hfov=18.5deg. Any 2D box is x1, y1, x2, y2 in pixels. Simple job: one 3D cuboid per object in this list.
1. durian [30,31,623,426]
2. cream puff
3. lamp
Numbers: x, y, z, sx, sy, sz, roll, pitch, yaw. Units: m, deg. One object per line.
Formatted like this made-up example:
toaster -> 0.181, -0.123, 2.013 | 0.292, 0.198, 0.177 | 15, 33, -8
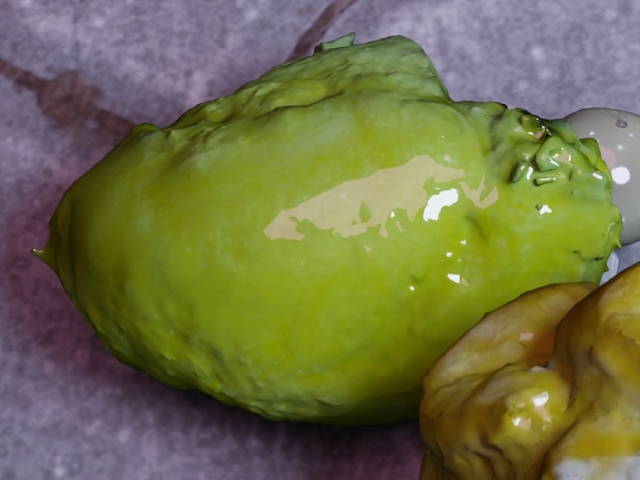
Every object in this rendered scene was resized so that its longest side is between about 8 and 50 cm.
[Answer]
durian -> 0.000, 0.000, 1.181 | 0.340, 0.204, 0.256 | -22, 36, 3
cream puff -> 0.228, 0.106, 1.007 | 0.378, 0.378, 0.275 | 5, 61, 12
lamp -> 0.170, 0.002, 1.214 | 0.091, 0.091, 0.163 | 6, 78, 12
